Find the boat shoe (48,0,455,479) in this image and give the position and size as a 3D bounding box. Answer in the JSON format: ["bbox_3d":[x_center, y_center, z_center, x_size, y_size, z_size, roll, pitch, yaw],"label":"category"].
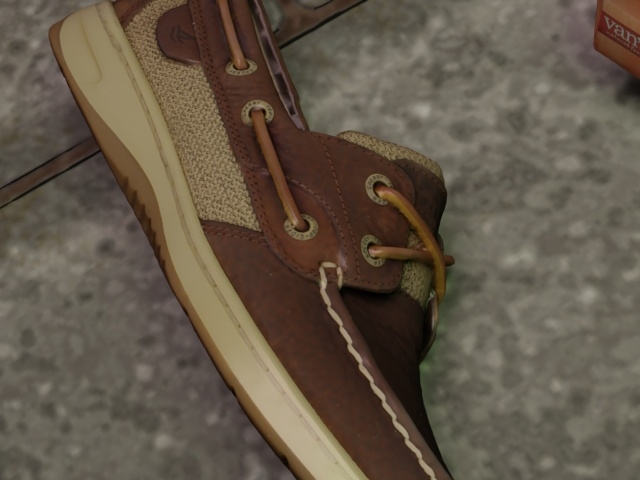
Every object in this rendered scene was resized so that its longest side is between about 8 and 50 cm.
[{"bbox_3d":[0.000,0.000,0.627,0.123,0.123,0.342,-31,57,-1],"label":"boat shoe"}]

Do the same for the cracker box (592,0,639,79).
[{"bbox_3d":[0.254,-0.129,0.636,0.232,0.067,0.156,-40,63,-19],"label":"cracker box"}]
